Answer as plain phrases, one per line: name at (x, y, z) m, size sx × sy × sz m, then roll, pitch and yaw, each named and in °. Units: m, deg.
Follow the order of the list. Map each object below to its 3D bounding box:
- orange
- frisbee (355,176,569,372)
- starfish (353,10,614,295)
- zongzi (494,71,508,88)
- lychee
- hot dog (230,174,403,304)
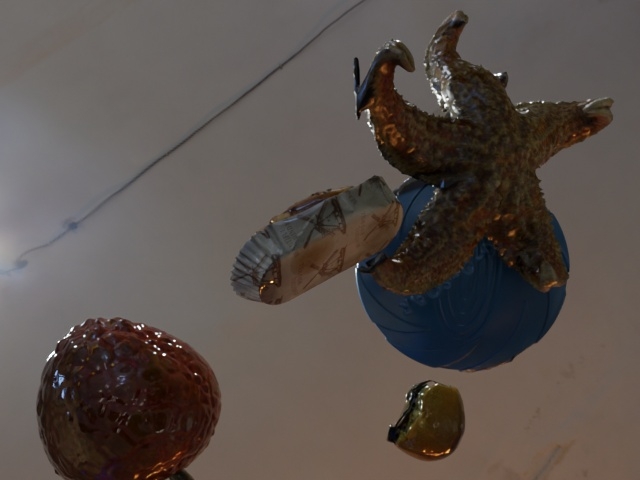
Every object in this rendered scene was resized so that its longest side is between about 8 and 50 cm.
orange at (0.194, 0.319, 0.862) m, size 0.170 × 0.160 × 0.112 m, roll -23°, pitch -141°, yaw -29°
frisbee at (0.159, 0.032, 0.564) m, size 0.242 × 0.045 × 0.242 m, roll 0°, pitch -91°, yaw 8°
starfish at (0.147, -0.091, 0.469) m, size 0.303 × 0.113 × 0.311 m, roll 16°, pitch -107°, yaw -27°
zongzi at (0.386, -0.348, 1.137) m, size 0.074 × 0.083 × 0.067 m, roll 18°, pitch -146°, yaw 9°
lychee at (-0.272, 0.253, 0.730) m, size 0.255 × 0.255 × 0.300 m, roll -31°, pitch -67°, yaw -14°
hot dog at (0.000, 0.000, 0.472) m, size 0.192 × 0.099 × 0.053 m, roll -29°, pitch -133°, yaw -24°
